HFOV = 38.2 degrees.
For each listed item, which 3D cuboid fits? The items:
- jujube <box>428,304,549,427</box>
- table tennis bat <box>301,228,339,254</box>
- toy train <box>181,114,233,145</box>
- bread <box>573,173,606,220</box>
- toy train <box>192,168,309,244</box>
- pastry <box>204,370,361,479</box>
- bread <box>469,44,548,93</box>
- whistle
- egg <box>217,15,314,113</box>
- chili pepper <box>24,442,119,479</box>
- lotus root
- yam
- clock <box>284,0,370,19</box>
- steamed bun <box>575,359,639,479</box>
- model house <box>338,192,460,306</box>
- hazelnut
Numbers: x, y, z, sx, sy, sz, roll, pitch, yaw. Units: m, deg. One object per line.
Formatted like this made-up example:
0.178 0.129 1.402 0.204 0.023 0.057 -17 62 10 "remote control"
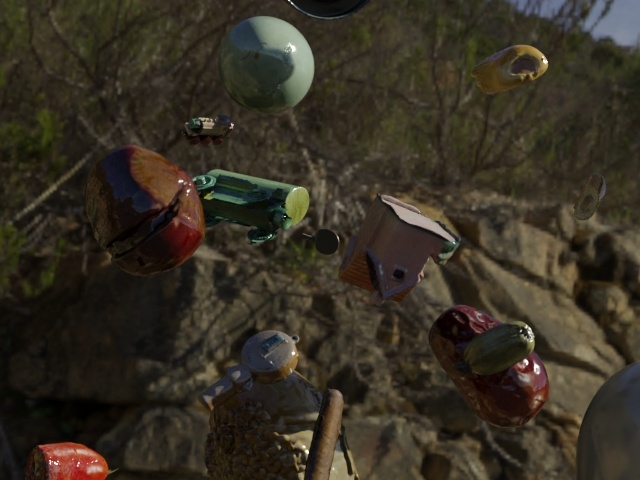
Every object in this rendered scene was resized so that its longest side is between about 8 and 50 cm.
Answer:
0.401 0.299 2.208 0.318 0.223 0.223 47 15 30 "jujube"
0.000 0.000 1.811 0.083 0.050 0.007 13 9 29 "table tennis bat"
-0.312 -0.305 2.533 0.138 0.050 0.087 -4 -37 -37 "toy train"
0.610 -0.099 2.079 0.049 0.103 0.062 26 -30 10 "bread"
-0.172 -0.100 2.099 0.307 0.189 0.126 14 -47 33 "toy train"
-0.099 0.459 1.934 0.245 0.409 0.410 -21 11 -34 "pastry"
0.422 -0.386 2.063 0.134 0.085 0.173 -24 8 -8 "bread"
-0.128 0.235 1.694 0.107 0.220 0.057 40 -25 38 "whistle"
-0.116 -0.373 1.974 0.203 0.202 0.283 7 1 4 "egg"
-0.363 0.348 1.376 0.084 0.086 0.192 47 13 26 "chili pepper"
0.368 0.234 1.953 0.183 0.090 0.077 -34 -47 24 "lotus root"
0.006 0.351 1.602 0.046 0.046 0.264 7 33 6 "yam"
0.014 -0.705 2.270 0.319 0.318 0.066 12 11 -29 "clock"
0.544 0.357 1.386 0.334 0.373 0.334 0 -12 0 "steamed bun"
0.193 0.047 2.261 0.202 0.237 0.237 23 13 -21 "model house"
-0.274 -0.048 1.421 0.204 0.178 0.178 52 -19 -11 "hazelnut"
